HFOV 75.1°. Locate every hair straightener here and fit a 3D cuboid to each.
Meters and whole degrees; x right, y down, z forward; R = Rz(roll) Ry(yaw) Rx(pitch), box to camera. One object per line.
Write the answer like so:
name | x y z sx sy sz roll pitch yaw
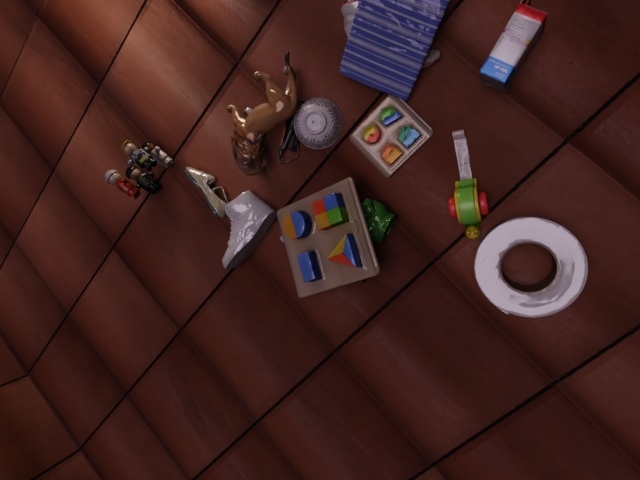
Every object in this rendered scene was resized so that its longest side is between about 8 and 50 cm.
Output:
hair straightener | -0.094 -0.374 1.445 0.089 0.047 0.230 21 99 19

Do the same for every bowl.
bowl | -0.014 -0.387 1.373 0.170 0.080 0.169 2 103 9

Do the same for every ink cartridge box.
ink cartridge box | 0.527 -0.530 1.117 0.078 0.134 0.230 34 109 16

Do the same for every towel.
towel | 0.210 -0.612 1.210 0.243 0.040 0.335 26 125 8

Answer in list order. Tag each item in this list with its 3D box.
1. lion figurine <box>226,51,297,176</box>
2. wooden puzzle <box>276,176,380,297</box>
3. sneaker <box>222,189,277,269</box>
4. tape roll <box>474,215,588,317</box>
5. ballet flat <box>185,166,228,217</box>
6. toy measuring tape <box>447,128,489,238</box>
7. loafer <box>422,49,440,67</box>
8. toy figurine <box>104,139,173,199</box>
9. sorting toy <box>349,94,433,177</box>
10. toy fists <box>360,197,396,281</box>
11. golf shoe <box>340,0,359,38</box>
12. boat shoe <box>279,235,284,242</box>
lion figurine | -0.186 -0.413 1.406 0.392 0.142 0.240 -41 63 37
wooden puzzle | 0.000 0.000 1.354 0.348 0.081 0.321 -22 79 35
sneaker | -0.306 -0.046 1.556 0.169 0.108 0.292 41 100 15
tape roll | 0.590 0.072 1.188 0.287 0.100 0.285 3 98 22
ballet flat | -0.422 -0.199 1.601 0.086 0.086 0.248 -38 83 22
toy measuring tape | 0.425 -0.164 1.220 0.122 0.121 0.329 -8 94 24
loafer | 0.303 -0.541 1.268 0.125 0.039 0.045 -11 59 21
toy figurine | -0.708 -0.284 1.629 0.148 0.213 0.209 36 110 0
sorting toy | 0.220 -0.335 1.325 0.208 0.038 0.193 -45 79 22
toy fists | 0.131 -0.001 1.375 0.142 0.096 0.279 29 108 21
golf shoe | 0.215 -0.670 1.259 0.307 0.115 0.140 5 114 24
boat shoe | -0.118 -0.037 1.509 0.035 0.035 0.100 37 116 12
